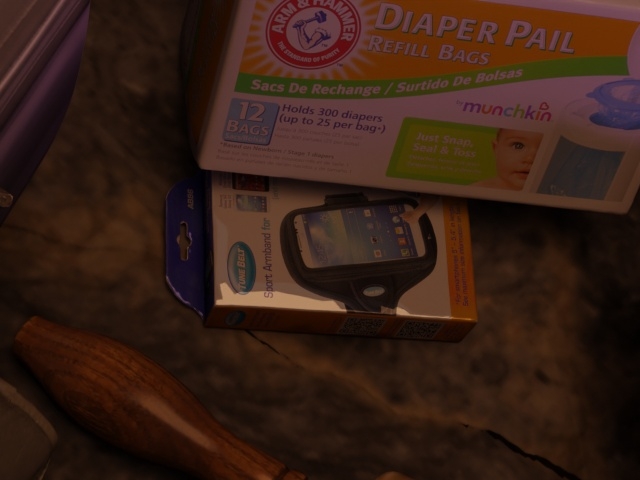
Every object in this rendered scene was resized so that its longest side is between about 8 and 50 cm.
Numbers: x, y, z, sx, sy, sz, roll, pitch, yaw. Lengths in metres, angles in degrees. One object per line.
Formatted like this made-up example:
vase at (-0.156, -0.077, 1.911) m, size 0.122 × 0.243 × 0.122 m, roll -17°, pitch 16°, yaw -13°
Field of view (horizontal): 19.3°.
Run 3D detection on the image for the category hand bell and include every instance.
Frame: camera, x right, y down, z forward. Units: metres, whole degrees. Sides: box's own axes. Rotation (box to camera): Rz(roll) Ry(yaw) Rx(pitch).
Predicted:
hand bell at (-0.023, 0.099, 0.752) m, size 0.242 × 0.126 × 0.126 m, roll 30°, pitch 60°, yaw 12°

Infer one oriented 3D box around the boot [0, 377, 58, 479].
boot at (-0.214, 0.110, 0.680) m, size 0.190 × 0.076 × 0.208 m, roll 34°, pitch 61°, yaw -19°

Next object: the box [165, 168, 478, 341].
box at (0.000, 0.000, 0.834) m, size 0.136 × 0.028 × 0.081 m, roll 5°, pitch 64°, yaw -17°

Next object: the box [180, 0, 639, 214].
box at (0.049, -0.094, 0.828) m, size 0.203 × 0.114 × 0.103 m, roll 5°, pitch 40°, yaw -13°

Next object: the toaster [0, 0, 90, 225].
toaster at (-0.184, -0.059, 0.727) m, size 0.186 × 0.168 × 0.110 m, roll 30°, pitch 60°, yaw 0°
